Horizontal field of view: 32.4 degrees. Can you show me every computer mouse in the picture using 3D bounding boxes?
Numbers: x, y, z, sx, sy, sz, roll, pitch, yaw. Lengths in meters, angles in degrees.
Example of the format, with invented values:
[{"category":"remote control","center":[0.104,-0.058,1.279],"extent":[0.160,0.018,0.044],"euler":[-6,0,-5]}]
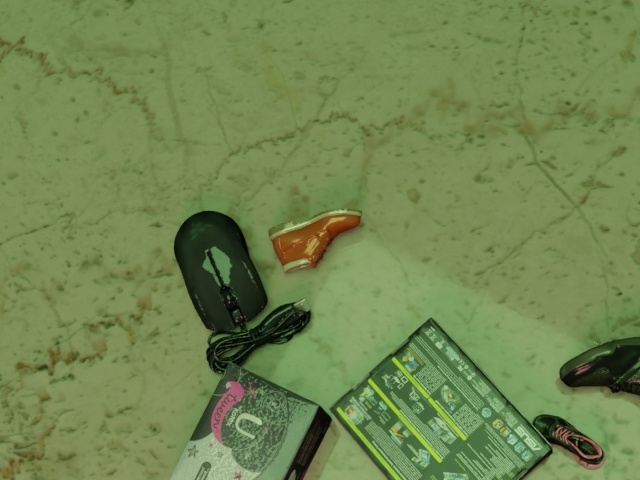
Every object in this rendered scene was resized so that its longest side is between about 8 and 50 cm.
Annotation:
[{"category":"computer mouse","center":[-0.152,0.059,1.784],"extent":[0.188,0.072,0.272],"euler":[-30,70,-1]}]

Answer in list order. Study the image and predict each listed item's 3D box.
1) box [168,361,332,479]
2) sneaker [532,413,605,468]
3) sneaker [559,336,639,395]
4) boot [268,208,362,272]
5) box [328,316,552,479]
[{"category":"box","center":[-0.114,0.333,1.651],"extent":[0.163,0.142,0.247],"euler":[24,76,15]},{"category":"sneaker","center":[0.371,0.294,1.639],"extent":[0.119,0.057,0.047],"euler":[29,80,18]},{"category":"sneaker","center":[0.477,0.212,1.635],"extent":[0.228,0.087,0.130],"euler":[-8,64,0]},{"category":"boot","center":[0.000,0.000,1.794],"extent":[0.158,0.059,0.084],"euler":[-19,73,11]},{"category":"box","center":[0.180,0.285,1.659],"extent":[0.216,0.060,0.270],"euler":[-43,71,-1]}]
